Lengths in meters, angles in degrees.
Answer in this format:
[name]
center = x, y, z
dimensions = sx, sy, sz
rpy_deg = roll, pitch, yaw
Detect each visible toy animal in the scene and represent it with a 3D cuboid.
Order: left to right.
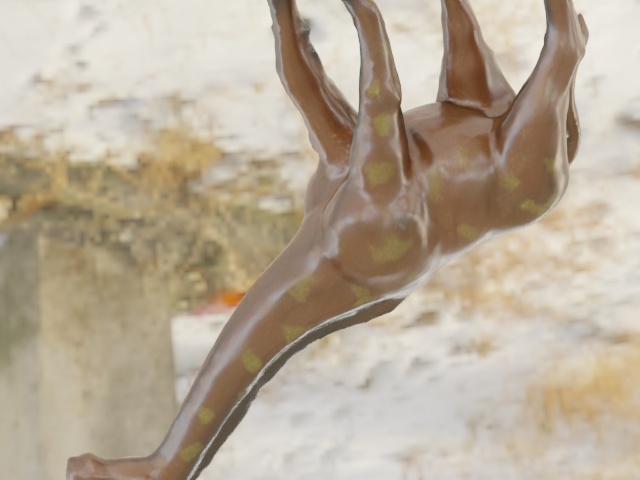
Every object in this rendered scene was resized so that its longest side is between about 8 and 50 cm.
[toy animal]
center = 0.000, 0.000, 0.694
dimensions = 0.224, 0.066, 0.230
rpy_deg = -12, 118, -15
